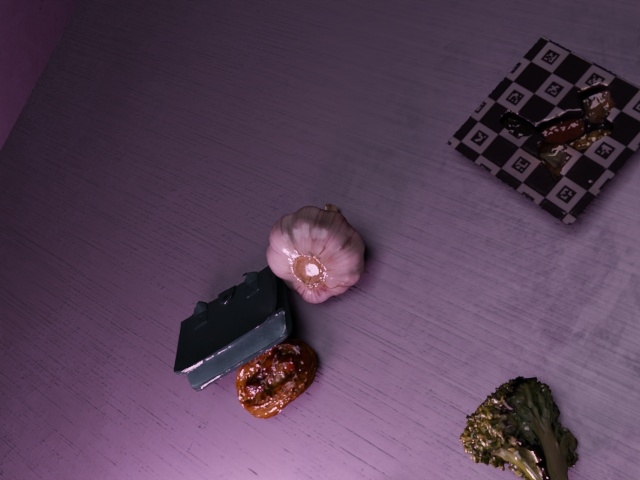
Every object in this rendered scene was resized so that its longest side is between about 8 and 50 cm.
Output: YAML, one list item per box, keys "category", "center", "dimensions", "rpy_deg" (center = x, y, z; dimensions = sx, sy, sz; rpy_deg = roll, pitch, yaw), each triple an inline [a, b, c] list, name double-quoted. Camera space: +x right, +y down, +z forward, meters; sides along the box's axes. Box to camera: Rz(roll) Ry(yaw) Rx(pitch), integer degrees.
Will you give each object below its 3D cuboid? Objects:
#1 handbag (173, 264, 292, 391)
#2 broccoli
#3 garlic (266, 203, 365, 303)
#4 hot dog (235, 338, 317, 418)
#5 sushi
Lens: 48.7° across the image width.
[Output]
- category: "handbag"
  center: [-0.223, 0.211, 1.780]
  dimensions: [0.326, 0.089, 0.238]
  rpy_deg: [-34, 33, 15]
- category: "broccoli"
  center: [0.383, 0.419, 1.401]
  dimensions: [0.180, 0.242, 0.273]
  rpy_deg: [-30, 55, 39]
- category: "garlic"
  center: [0.000, 0.000, 1.747]
  dimensions: [0.245, 0.245, 0.253]
  rpy_deg: [-9, 34, 24]
- category: "hot dog"
  center: [-0.110, 0.336, 1.729]
  dimensions: [0.227, 0.099, 0.160]
  rpy_deg: [-42, 64, 6]
- category: "sushi"
  center: [0.535, -0.248, 1.610]
  dimensions: [0.343, 0.064, 0.359]
  rpy_deg: [-49, 59, 1]
